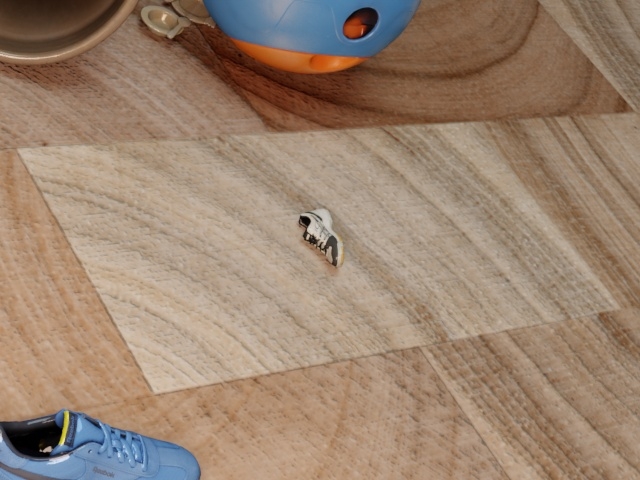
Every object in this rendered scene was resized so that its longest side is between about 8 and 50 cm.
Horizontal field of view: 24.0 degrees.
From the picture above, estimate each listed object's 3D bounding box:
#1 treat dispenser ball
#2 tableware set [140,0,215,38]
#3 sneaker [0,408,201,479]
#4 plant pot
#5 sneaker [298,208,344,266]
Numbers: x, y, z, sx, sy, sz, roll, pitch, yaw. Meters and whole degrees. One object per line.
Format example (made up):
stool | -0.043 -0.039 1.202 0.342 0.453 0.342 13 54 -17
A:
treat dispenser ball | -0.010 -0.346 1.816 0.288 0.288 0.288 18 38 -15
tableware set | -0.207 -0.304 1.855 0.168 0.020 0.141 34 37 5
sneaker | -0.187 0.183 1.257 0.209 0.082 0.069 7 41 -30
plant pot | -0.320 -0.355 1.676 0.263 0.263 0.229 19 21 -15
sneaker | 0.000 0.000 1.641 0.036 0.032 0.083 -6 43 -20
